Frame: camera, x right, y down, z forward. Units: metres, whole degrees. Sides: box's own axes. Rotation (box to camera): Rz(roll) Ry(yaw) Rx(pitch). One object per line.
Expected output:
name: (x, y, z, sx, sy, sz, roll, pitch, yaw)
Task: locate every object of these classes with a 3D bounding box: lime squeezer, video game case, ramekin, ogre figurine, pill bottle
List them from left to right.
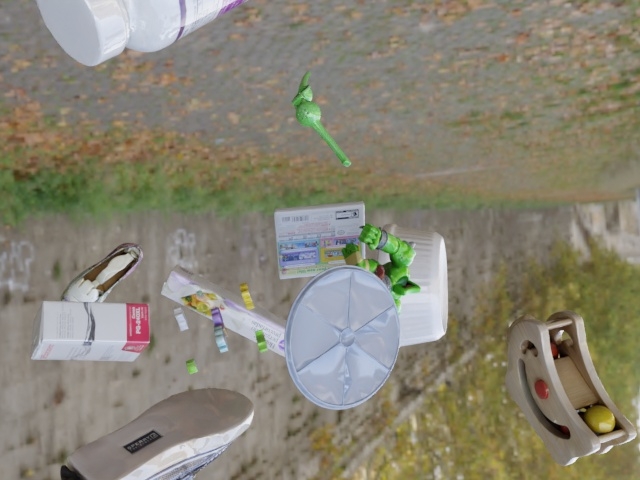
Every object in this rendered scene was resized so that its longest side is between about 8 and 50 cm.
pill bottle: (-0.193, -0.337, 1.102, 0.301, 0.169, 0.169, -39, -161, -31)
lime squeezer: (-0.015, -0.298, 1.980, 0.110, 0.310, 0.059, 8, 134, -33)
video game case: (0.000, 0.000, 2.131, 0.212, 0.193, 0.023, -5, -146, -4)
ogre figurine: (0.093, 0.070, 1.454, 0.118, 0.197, 0.097, 0, -178, -34)
ramekin: (0.203, 0.097, 1.926, 0.127, 0.273, 0.273, -2, -179, 13)

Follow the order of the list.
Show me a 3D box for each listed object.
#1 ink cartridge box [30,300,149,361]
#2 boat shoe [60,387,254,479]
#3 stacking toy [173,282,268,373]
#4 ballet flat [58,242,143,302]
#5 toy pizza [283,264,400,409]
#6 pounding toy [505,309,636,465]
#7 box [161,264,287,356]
ink cartridge box: (-0.331, 0.131, 1.279, 0.150, 0.063, 0.109, 5, 158, -24)
boat shoe: (-0.248, 0.354, 1.378, 0.340, 0.158, 0.127, -17, -143, -43)
stacking toy: (-0.210, 0.181, 1.854, 0.167, 0.052, 0.221, -19, -148, -5)
ballet flat: (-0.446, 0.080, 1.805, 0.221, 0.077, 0.079, -44, -178, -21)
toy pizza: (0.029, 0.134, 1.250, 0.201, 0.201, 0.032, -6, -175, -35)
pounding toy: (0.373, 0.186, 1.309, 0.154, 0.154, 0.269, -11, -133, -22)
box: (-0.199, 0.159, 2.008, 0.324, 0.063, 0.067, 27, -167, -5)
